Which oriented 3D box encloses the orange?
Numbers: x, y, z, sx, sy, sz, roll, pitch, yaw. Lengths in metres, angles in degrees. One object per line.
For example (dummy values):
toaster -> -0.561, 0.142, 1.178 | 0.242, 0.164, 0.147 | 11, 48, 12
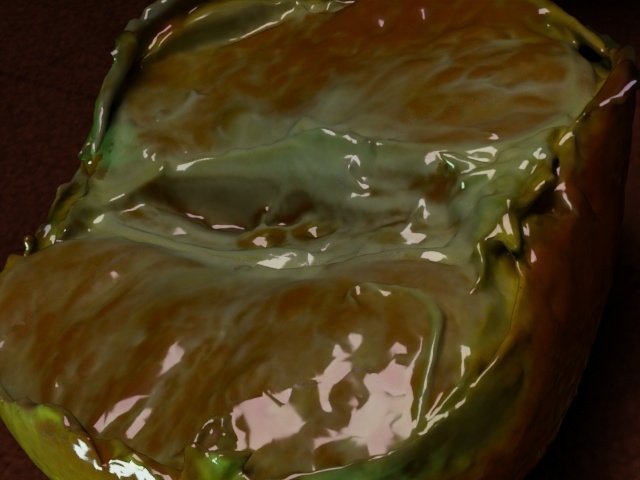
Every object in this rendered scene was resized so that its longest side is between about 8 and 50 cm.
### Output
orange -> 0.000, 0.007, 0.846 | 0.262, 0.196, 0.334 | 10, 59, 9
